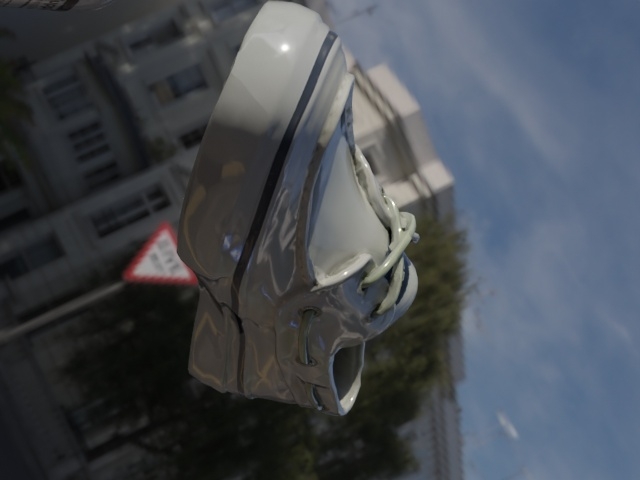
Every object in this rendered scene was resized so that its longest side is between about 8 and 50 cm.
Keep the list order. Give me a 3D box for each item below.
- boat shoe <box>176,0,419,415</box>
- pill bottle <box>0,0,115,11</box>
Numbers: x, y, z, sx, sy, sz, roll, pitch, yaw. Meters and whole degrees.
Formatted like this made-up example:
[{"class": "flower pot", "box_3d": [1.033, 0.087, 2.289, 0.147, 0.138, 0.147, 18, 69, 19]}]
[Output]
[{"class": "boat shoe", "box_3d": [0.000, 0.000, 0.447, 0.076, 0.083, 0.226, 20, -23, 4]}, {"class": "pill bottle", "box_3d": [-0.201, -0.215, 0.664, 0.181, 0.323, 0.181, 4, -85, 63]}]
